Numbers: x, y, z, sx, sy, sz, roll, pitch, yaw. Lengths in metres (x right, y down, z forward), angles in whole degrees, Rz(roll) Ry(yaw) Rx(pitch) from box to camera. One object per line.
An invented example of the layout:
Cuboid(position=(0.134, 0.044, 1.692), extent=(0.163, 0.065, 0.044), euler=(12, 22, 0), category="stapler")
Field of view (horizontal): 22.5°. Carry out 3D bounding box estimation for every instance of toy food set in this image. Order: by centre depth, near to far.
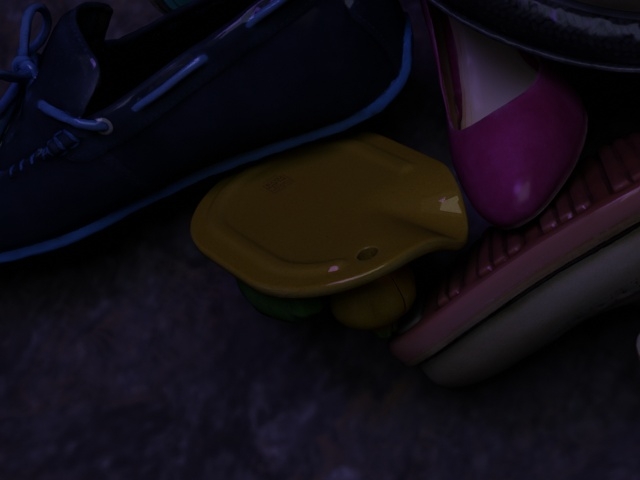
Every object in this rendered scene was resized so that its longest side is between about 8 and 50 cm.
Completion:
Cuboid(position=(0.000, 0.000, 0.909), extent=(0.128, 0.071, 0.218), euler=(-32, 31, -17), category="toy food set")

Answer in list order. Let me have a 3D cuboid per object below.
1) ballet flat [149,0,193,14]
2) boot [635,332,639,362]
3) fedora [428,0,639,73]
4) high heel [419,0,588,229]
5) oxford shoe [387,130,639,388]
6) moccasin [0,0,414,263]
Cuboid(position=(0.043, -0.241, 1.004), extent=(0.348, 0.123, 0.123), euler=(-26, 64, 1), category="ballet flat")
Cuboid(position=(0.274, 0.033, 0.765), extent=(0.213, 0.165, 0.077), euler=(17, 35, -10), category="boot")
Cuboid(position=(0.162, -0.248, 0.828), extent=(0.334, 0.152, 0.334), euler=(-3, 65, 7), category="fedora")
Cuboid(position=(0.084, -0.116, 0.883), extent=(0.082, 0.117, 0.244), euler=(-24, 37, 30), category="high heel")
Cuboid(position=(0.225, -0.001, 0.840), extent=(0.397, 0.140, 0.146), euler=(-28, 100, 16), category="oxford shoe")
Cuboid(position=(-0.119, -0.094, 0.940), extent=(0.342, 0.117, 0.138), euler=(-23, 36, 7), category="moccasin")
